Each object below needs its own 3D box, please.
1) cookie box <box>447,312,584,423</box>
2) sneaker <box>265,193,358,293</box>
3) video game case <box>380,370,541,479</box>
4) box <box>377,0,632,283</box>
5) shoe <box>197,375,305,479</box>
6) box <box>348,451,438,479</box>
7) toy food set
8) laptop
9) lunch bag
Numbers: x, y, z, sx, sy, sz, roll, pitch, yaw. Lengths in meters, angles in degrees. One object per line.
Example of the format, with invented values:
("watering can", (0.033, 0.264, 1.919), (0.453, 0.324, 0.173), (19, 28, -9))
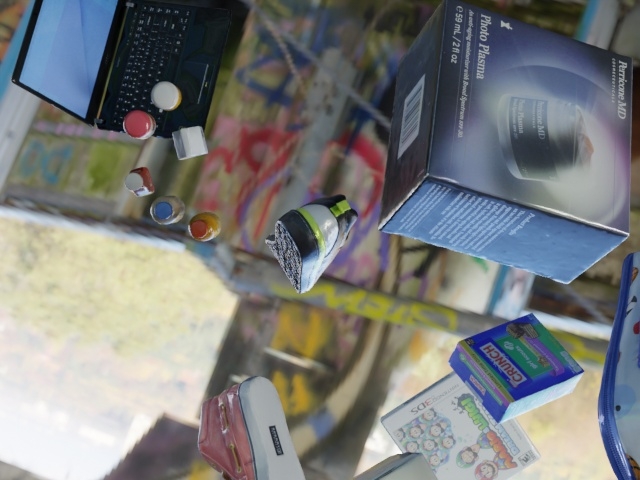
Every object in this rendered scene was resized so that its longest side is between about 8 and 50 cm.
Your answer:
("cookie box", (0.205, 0.133, 1.288), (0.092, 0.107, 0.040), (51, 143, 31))
("sneaker", (0.000, 0.000, 1.467), (0.084, 0.097, 0.234), (58, 168, 3))
("video game case", (0.176, 0.248, 1.544), (0.157, 0.143, 0.019), (55, -175, -10))
("box", (0.259, -0.136, 1.687), (0.294, 0.296, 0.183), (16, 152, -14))
("shoe", (-0.070, 0.234, 1.255), (0.081, 0.178, 0.063), (-26, 161, 33))
("box", (0.124, 0.391, 1.328), (0.311, 0.121, 0.148), (60, 169, 6))
("toy food set", (-0.215, -0.106, 1.718), (0.111, 0.232, 0.104), (-13, -177, 2))
("laptop", (-0.292, -0.293, 1.852), (0.264, 0.234, 0.136), (8, 160, 8))
("lunch bag", (0.338, 0.140, 1.106), (0.115, 0.303, 0.243), (-21, 114, 29))
